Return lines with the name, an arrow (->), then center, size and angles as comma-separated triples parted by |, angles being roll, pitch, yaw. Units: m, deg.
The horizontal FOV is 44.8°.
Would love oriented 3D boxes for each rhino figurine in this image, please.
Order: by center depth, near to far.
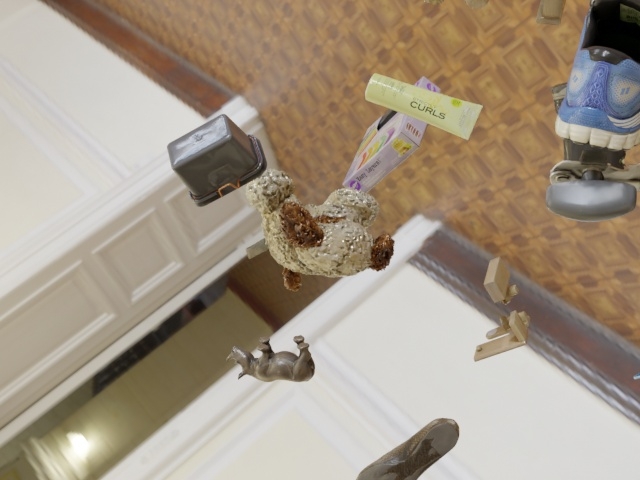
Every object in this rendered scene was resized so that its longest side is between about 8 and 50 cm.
rhino figurine -> -0.120, 0.286, 1.828 | 0.243, 0.073, 0.106 | -5, 110, 25

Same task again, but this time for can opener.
can opener -> 0.420, -0.053, 0.940 | 0.283, 0.095, 0.076 | 7, 158, 14

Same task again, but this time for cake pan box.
cake pan box -> 0.181, -0.262, 1.955 | 0.070, 0.267, 0.245 | 39, 136, -14

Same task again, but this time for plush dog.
plush dog -> 0.000, 0.000, 1.349 | 0.262, 0.211, 0.225 | 12, -178, -25

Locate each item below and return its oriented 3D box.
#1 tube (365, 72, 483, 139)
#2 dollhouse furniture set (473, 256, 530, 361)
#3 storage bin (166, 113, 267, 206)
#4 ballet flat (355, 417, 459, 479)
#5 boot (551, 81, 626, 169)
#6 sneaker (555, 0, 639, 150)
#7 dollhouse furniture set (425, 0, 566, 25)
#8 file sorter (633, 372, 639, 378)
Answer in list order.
tube -> 0.215, -0.289, 1.639 | 0.240, 0.070, 0.062 | 23, -161, 12
dollhouse furniture set -> 0.367, 0.150, 1.707 | 0.123, 0.144, 0.151 | -26, 105, 29
storage bin -> -0.164, -0.123, 1.184 | 0.091, 0.135, 0.098 | 48, -161, -53
ballet flat -> 0.163, 0.415, 1.471 | 0.084, 0.250, 0.058 | 45, -162, -2
boot -> 0.510, -0.187, 1.293 | 0.085, 0.236, 0.179 | -43, -52, -75
sneaker -> 0.394, -0.240, 0.963 | 0.129, 0.330, 0.147 | 18, 130, 23
dollhouse furniture set -> 0.313, -0.487, 1.365 | 0.241, 0.212, 0.161 | 12, 152, 19
file sorter -> 0.550, 0.245, 1.112 | 0.170, 0.104, 0.118 | 65, 161, 11
